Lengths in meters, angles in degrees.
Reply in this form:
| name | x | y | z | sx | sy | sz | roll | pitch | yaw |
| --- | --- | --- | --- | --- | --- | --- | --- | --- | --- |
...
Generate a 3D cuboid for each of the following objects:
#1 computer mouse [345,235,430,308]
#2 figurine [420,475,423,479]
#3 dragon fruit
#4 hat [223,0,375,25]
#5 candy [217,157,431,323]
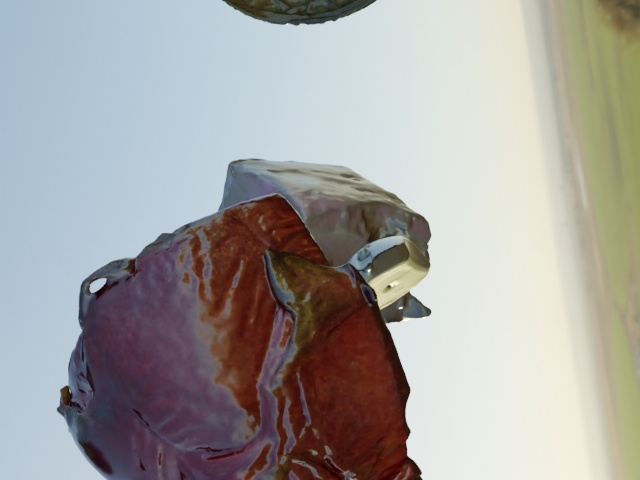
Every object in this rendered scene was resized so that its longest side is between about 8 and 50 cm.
| name | x | y | z | sx | sy | sz | roll | pitch | yaw |
| --- | --- | --- | --- | --- | --- | --- | --- | --- | --- |
| computer mouse | 0.035 | 0.016 | 0.698 | 0.032 | 0.056 | 0.110 | 56 | -174 | 16 |
| figurine | 0.107 | 0.360 | 1.519 | 0.082 | 0.086 | 0.094 | 59 | 164 | 27 |
| dragon fruit | -0.034 | 0.078 | 0.501 | 0.161 | 0.127 | 0.121 | 47 | 152 | 26 |
| hat | -0.001 | -0.185 | 0.576 | 0.067 | 0.146 | 0.146 | -31 | -68 | -69 |
| candy | 0.000 | 0.000 | 1.157 | 0.195 | 0.184 | 0.137 | 37 | 117 | 53 |
